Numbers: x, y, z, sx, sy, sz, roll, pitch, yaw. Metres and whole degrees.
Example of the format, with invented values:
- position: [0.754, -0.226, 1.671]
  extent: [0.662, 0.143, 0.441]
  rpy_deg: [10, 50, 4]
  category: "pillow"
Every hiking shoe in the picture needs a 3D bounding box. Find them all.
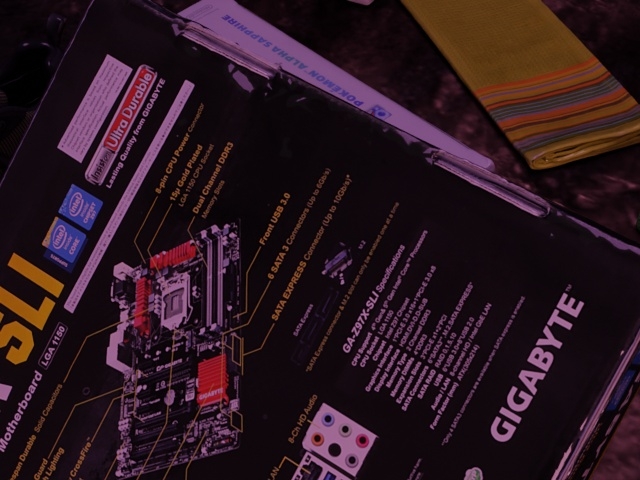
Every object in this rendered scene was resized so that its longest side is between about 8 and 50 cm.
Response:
- position: [-0.235, -0.052, 0.732]
  extent: [0.086, 0.114, 0.227]
  rpy_deg: [22, 50, 21]
  category: "hiking shoe"

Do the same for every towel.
- position: [0.145, -0.141, 0.882]
  extent: [0.102, 0.021, 0.237]
  rpy_deg: [-15, 47, -15]
  category: "towel"

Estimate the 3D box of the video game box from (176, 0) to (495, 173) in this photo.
- position: [0.000, 0.000, 0.617]
  extent: [0.187, 0.205, 0.048]
  rpy_deg: [34, 56, 30]
  category: "video game box"

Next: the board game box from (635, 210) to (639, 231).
- position: [0.314, 0.049, 0.690]
  extent: [0.136, 0.030, 0.259]
  rpy_deg: [-16, 48, -18]
  category: "board game box"

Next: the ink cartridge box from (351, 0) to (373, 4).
- position: [-0.006, -0.296, 0.915]
  extent: [0.140, 0.190, 0.082]
  rpy_deg: [18, 48, 18]
  category: "ink cartridge box"

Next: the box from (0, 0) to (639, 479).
- position: [-0.046, 0.094, 0.472]
  extent: [0.257, 0.079, 0.322]
  rpy_deg: [29, 94, 23]
  category: "box"
